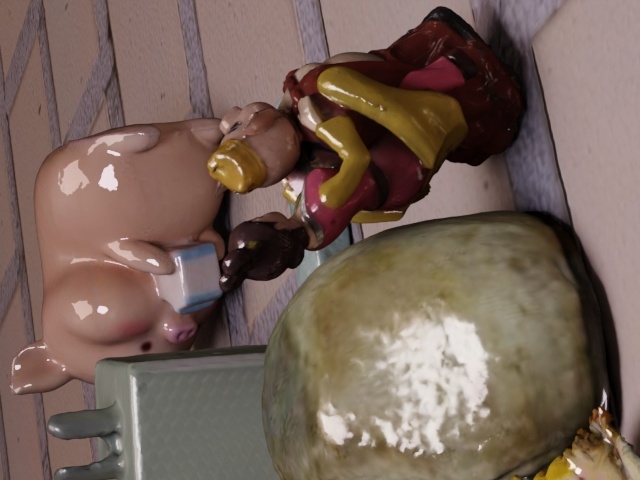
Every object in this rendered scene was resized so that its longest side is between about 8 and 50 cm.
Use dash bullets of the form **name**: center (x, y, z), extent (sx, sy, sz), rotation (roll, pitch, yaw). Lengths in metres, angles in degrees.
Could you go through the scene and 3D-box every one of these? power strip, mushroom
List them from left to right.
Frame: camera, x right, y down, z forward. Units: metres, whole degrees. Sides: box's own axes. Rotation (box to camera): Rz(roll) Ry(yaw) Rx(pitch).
- **power strip**: center (-0.122, 0.164, 1.637), extent (0.140, 0.224, 0.139), rotation (179, 88, -71)
- **mushroom**: center (0.053, 0.078, 1.216), extent (0.267, 0.164, 0.189), rotation (-168, 75, -70)

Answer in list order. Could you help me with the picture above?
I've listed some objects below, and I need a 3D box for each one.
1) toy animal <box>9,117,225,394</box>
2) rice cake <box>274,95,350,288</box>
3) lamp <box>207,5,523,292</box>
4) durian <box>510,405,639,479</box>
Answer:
- **toy animal**: center (-0.173, 0.014, 1.858), extent (0.213, 0.195, 0.256), rotation (1, 96, 46)
- **rice cake**: center (0.000, 0.000, 1.539), extent (0.045, 0.042, 0.245), rotation (-26, 67, 56)
- **lamp**: center (0.010, -0.056, 1.193), extent (0.118, 0.253, 0.118), rotation (35, 140, 36)
- **durian**: center (0.159, 0.278, 1.054), extent (0.195, 0.185, 0.305), rotation (74, 170, -53)
